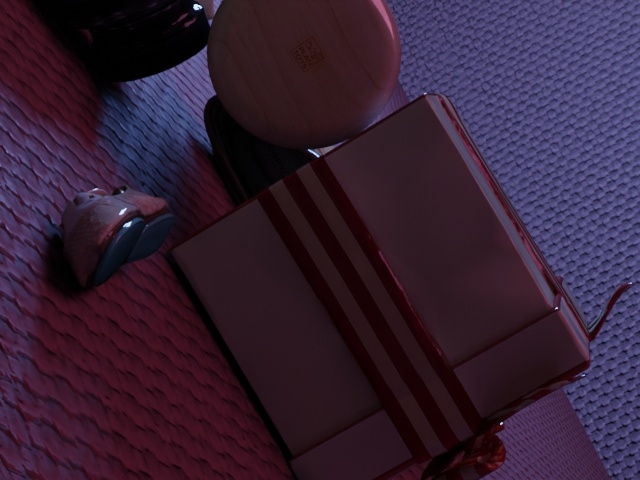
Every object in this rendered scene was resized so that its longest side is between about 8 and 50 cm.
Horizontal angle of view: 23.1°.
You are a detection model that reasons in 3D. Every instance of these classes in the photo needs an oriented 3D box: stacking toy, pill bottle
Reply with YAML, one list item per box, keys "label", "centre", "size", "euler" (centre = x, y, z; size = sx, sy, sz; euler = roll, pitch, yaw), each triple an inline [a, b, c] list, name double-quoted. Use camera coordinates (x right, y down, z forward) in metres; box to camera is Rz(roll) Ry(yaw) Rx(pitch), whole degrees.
- label: "stacking toy"
  centre: [-0.026, -0.149, 1.278]
  size: [0.141, 0.141, 0.330]
  euler: [58, -2, -8]
- label: "pill bottle"
  centre: [-0.163, -0.237, 1.182]
  size: [0.123, 0.123, 0.219]
  euler: [-100, 170, -64]

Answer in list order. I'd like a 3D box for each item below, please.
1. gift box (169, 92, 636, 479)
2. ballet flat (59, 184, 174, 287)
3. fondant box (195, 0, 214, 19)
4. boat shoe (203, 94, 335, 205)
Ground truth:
- label: "gift box"
  centre: [0.077, 0.043, 1.180]
  size: [0.258, 0.276, 0.255]
  euler: [60, 15, 0]
- label: "ballet flat"
  centre: [-0.133, -0.006, 0.950]
  size: [0.052, 0.057, 0.168]
  euler: [31, 6, 3]
- label: "fondant box"
  centre: [-0.171, -0.375, 1.392]
  size: [0.330, 0.096, 0.238]
  euler: [-111, -164, -48]
- label: "boat shoe"
  centre: [0.000, 0.000, 1.381]
  size: [0.342, 0.123, 0.123]
  euler: [59, 18, 24]
